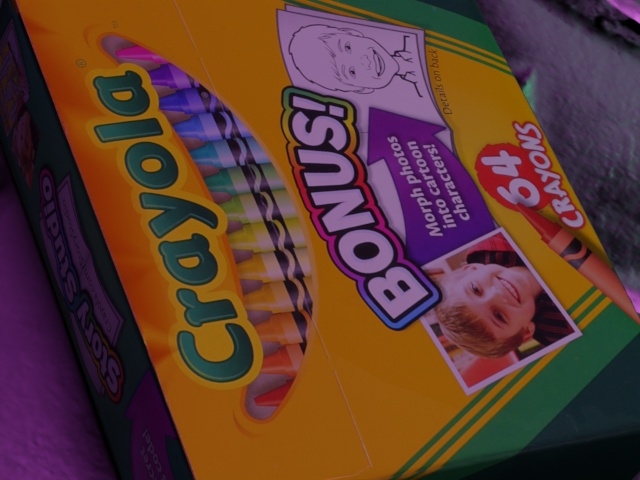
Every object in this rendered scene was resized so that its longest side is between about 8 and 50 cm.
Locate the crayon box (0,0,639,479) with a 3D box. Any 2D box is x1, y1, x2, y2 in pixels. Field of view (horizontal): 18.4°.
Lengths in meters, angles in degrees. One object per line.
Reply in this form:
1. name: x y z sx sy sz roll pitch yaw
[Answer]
1. crayon box: 0.000 0.000 1.181 0.313 0.106 0.363 -7 58 -29
